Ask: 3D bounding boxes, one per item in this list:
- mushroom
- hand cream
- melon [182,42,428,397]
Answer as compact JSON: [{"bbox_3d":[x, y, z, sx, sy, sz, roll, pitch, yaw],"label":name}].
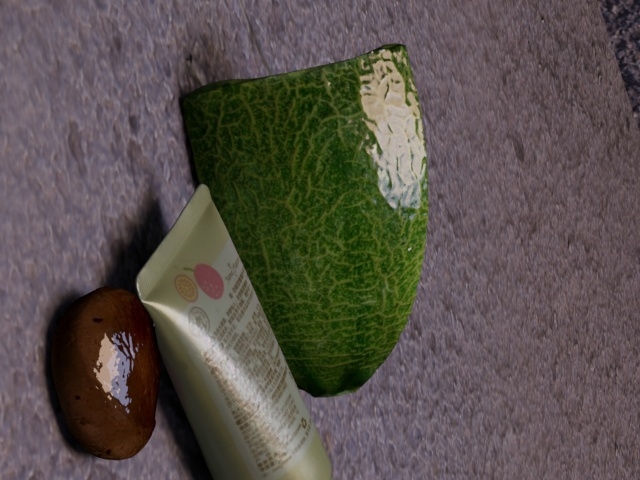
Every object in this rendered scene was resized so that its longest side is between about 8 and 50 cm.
[{"bbox_3d":[-0.145,0.093,1.343,0.123,0.052,0.123,-5,90,-67],"label":"mushroom"},{"bbox_3d":[-0.063,0.118,1.502,0.147,0.093,0.306,-59,137,-52],"label":"hand cream"},{"bbox_3d":[0.000,0.000,1.642,0.124,0.196,0.323,-124,-157,-70],"label":"melon"}]
